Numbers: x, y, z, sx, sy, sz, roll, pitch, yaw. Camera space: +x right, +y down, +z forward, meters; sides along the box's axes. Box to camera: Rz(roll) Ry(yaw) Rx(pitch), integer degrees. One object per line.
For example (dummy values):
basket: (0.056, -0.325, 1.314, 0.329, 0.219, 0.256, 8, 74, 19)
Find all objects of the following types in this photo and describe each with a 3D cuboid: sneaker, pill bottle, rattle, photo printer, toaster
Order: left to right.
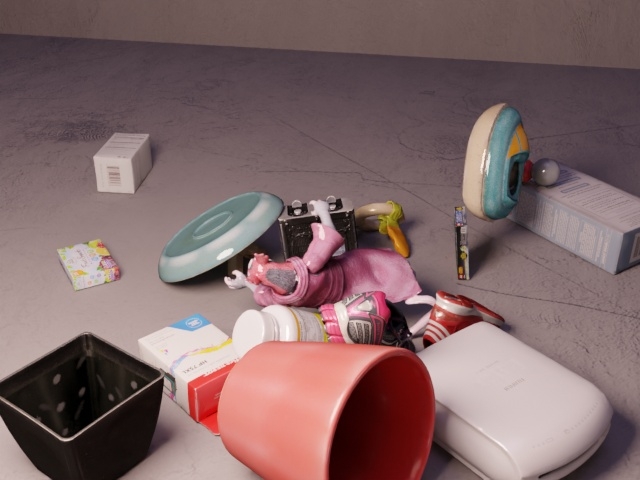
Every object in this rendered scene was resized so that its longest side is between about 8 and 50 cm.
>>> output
pill bottle: (-0.044, 0.178, 1.375, 0.215, 0.117, 0.117, 18, 13, -41)
toaster: (0.000, 0.000, 1.740, 0.168, 0.185, 0.110, -8, 27, 0)
rattle: (0.106, -0.011, 1.895, 0.200, 0.142, 0.130, -11, -5, 10)
sneaker: (0.109, 0.168, 1.353, 0.112, 0.299, 0.120, -24, 64, 16)
sneaker: (0.261, 0.174, 1.519, 0.221, 0.128, 0.087, 21, 8, -46)
photo printer: (0.300, 0.272, 1.307, 0.256, 0.107, 0.308, -20, 35, -33)

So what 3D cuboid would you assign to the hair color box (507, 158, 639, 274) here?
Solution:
hair color box: (0.628, -0.069, 1.923, 0.185, 0.113, 0.374, -18, 34, -29)

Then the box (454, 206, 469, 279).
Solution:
box: (0.312, 0.006, 1.757, 0.027, 0.137, 0.094, -3, 28, 9)

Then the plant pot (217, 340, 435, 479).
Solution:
plant pot: (-0.001, 0.269, 1.177, 0.243, 0.274, 0.275, 9, 28, 38)

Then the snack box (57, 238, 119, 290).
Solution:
snack box: (-0.516, 0.052, 1.761, 0.100, 0.037, 0.141, -17, 33, -26)

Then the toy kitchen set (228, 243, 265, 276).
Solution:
toy kitchen set: (-0.176, 0.052, 1.784, 0.083, 0.075, 0.068, 18, -30, -41)

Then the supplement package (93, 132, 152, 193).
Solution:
supplement package: (-0.538, -0.214, 2.172, 0.105, 0.105, 0.179, 3, 29, 5)

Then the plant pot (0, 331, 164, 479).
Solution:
plant pot: (-0.362, 0.279, 1.222, 0.188, 0.166, 0.188, 20, 35, 31)

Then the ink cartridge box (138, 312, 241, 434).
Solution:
ink cartridge box: (-0.203, 0.231, 1.401, 0.134, 0.078, 0.231, -24, 38, -37)

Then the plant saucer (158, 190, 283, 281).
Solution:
plant saucer: (-0.228, -0.021, 1.739, 0.318, 0.043, 0.317, -27, 20, 10)

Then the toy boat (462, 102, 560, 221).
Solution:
toy boat: (0.440, -0.172, 1.815, 0.148, 0.267, 0.318, 9, 4, 31)

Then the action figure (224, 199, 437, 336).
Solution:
action figure: (-0.003, 0.093, 1.493, 0.370, 0.248, 0.275, 6, 42, -49)
